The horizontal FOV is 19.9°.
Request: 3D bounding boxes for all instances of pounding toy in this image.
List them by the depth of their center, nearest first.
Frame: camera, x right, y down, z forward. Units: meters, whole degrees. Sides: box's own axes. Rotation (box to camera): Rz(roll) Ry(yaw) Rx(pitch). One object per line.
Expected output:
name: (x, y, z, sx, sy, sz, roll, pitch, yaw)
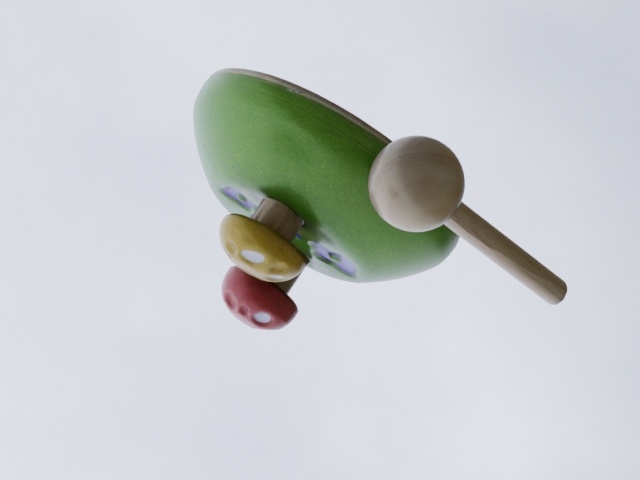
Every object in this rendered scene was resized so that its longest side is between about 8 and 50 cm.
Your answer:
pounding toy: (0.000, 0.000, 1.081, 0.110, 0.237, 0.183, -58, -44, -14)
